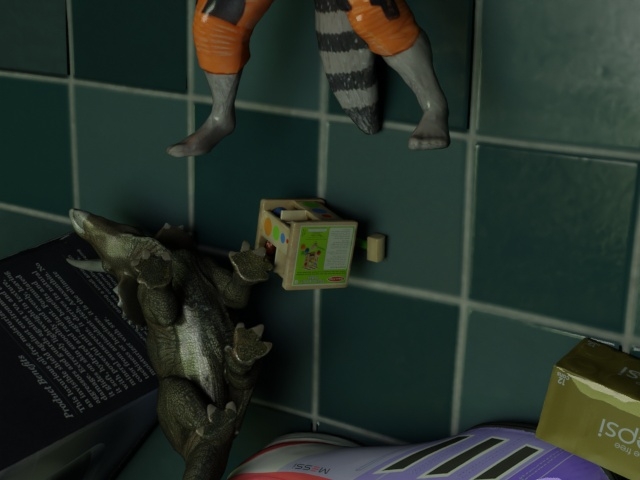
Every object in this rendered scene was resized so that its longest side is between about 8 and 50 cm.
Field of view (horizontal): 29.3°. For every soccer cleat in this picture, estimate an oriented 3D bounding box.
[{"bbox_3d":[0.060,0.198,0.894,0.318,0.116,0.108,-5,101,34],"label":"soccer cleat"}]

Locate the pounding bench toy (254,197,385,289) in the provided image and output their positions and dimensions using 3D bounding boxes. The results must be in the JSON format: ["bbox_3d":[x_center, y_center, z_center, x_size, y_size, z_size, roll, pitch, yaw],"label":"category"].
[{"bbox_3d":[0.000,0.000,0.920,0.065,0.083,0.052,37,124,56],"label":"pounding bench toy"}]

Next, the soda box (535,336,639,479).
[{"bbox_3d":[0.236,0.129,0.793,0.181,0.061,0.058,21,115,27],"label":"soda box"}]

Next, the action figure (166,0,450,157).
[{"bbox_3d":[-0.052,-0.225,0.825,0.341,0.179,0.330,4,102,40],"label":"action figure"}]

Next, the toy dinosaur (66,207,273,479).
[{"bbox_3d":[-0.092,0.092,0.937,0.160,0.121,0.313,123,127,-68],"label":"toy dinosaur"}]

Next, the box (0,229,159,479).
[{"bbox_3d":[-0.305,0.179,1.020,0.183,0.294,0.296,47,124,14],"label":"box"}]
